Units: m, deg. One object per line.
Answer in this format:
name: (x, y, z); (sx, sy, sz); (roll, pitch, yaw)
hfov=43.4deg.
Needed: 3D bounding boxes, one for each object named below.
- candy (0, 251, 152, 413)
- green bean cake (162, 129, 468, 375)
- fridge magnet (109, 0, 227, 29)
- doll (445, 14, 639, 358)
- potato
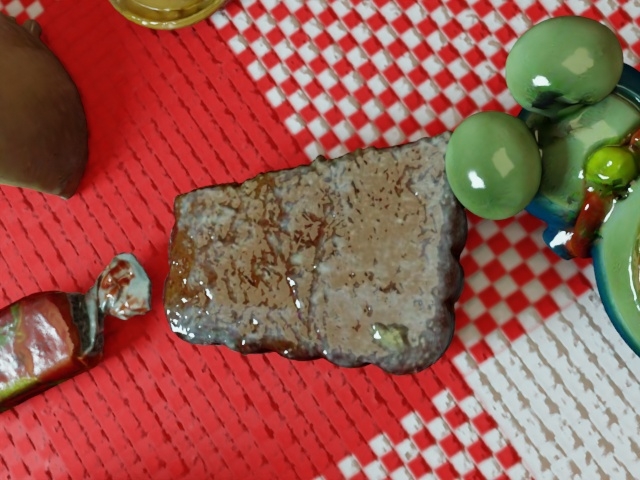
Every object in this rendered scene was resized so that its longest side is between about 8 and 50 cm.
candy: (-0.270, 0.101, 0.697); (0.292, 0.059, 0.086); (-26, 81, 8)
green bean cake: (0.000, 0.000, 0.635); (0.233, 0.097, 0.198); (2, 84, 12)
fridge magnet: (-0.135, -0.259, 0.717); (0.143, 0.063, 0.143); (-1, 84, 9)
doll: (0.256, -0.017, 0.538); (0.322, 0.186, 0.198); (44, 113, 17)
potato: (-0.345, -0.156, 0.680); (0.265, 0.189, 0.211); (11, 84, 13)
